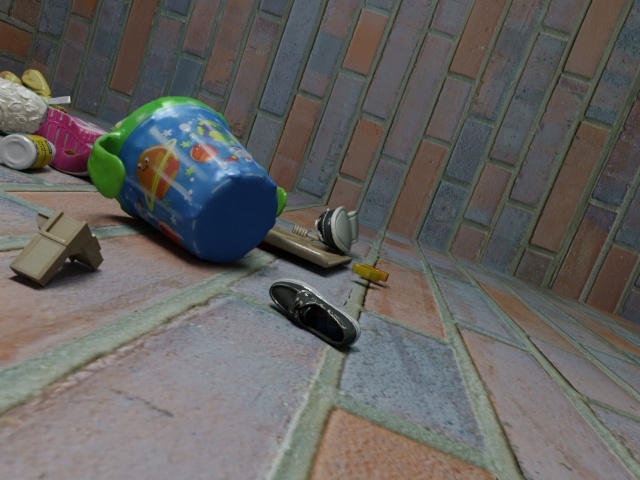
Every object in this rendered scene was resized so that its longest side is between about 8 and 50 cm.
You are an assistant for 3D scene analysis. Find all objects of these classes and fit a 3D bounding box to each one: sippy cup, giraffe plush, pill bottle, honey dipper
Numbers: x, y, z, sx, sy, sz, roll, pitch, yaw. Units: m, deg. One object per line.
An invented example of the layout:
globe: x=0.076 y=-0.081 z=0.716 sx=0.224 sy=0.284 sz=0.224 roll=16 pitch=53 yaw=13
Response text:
sippy cup: x=-0.193 y=-0.085 z=0.790 sx=0.305 sy=0.240 sz=0.224 roll=-31 pitch=52 yaw=-28
giraffe plush: x=-0.831 y=-0.386 z=1.428 sx=0.210 sy=0.182 sz=0.170 roll=8 pitch=-11 yaw=-11
pill bottle: x=-0.562 y=-0.172 z=0.933 sx=0.065 sy=0.065 sz=0.116 roll=19 pitch=9 yaw=-10
honey dipper: x=0.000 y=0.000 z=1.304 sx=0.160 sy=0.031 sz=0.030 roll=22 pitch=8 yaw=-9

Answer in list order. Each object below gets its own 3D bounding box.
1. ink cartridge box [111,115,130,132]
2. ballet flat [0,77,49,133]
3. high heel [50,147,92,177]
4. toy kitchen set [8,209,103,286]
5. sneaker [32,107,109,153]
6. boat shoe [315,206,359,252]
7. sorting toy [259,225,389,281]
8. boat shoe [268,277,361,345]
ink cartridge box: x=-0.509 y=-0.260 z=1.354 sx=0.171 sy=0.056 sz=0.235 roll=61 pitch=-11 yaw=-23
ballet flat: x=-0.879 y=-0.340 z=1.164 sx=0.408 sy=0.147 sz=0.147 roll=18 pitch=8 yaw=2
high heel: x=-0.485 y=-0.185 z=1.018 sx=0.244 sy=0.117 sz=0.082 roll=25 pitch=10 yaw=29
toy kitchen set: x=-0.286 y=0.015 z=0.506 sx=0.068 sy=0.075 sz=0.083 roll=24 pitch=-31 yaw=3
sneaker: x=-0.672 y=-0.285 z=1.323 sx=0.252 sy=0.103 sz=0.111 roll=25 pitch=3 yaw=-32
boat shoe: x=0.033 y=-0.025 z=1.189 sx=0.091 sy=0.115 sz=0.302 roll=-4 pitch=-2 yaw=13
sorting toy: x=-0.011 y=0.033 z=1.043 sx=0.307 sy=0.041 sz=0.229 roll=23 pitch=4 yaw=16
boat shoe: x=-0.014 y=0.089 z=0.617 sx=0.142 sy=0.049 sz=0.040 roll=27 pitch=11 yaw=25
